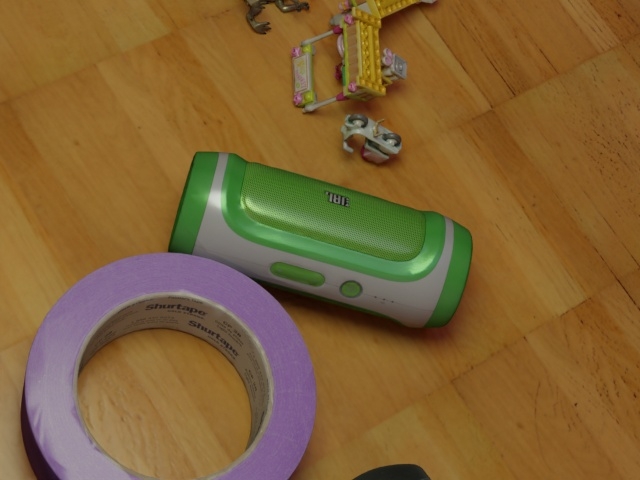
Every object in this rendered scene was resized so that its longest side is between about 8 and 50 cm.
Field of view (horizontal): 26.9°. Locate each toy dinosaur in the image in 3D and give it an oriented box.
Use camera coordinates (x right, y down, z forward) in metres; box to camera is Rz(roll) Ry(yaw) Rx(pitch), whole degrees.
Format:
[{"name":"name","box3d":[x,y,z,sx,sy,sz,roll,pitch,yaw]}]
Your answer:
[{"name":"toy dinosaur","box3d":[-0.078,-0.289,1.550,0.183,0.053,0.092,0,49,-23]}]

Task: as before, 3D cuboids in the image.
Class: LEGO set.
[{"name":"LEGO set","box3d":[0.044,-0.226,1.537,0.132,0.107,0.287,40,49,-35]}]

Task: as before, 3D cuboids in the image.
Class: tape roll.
[{"name":"tape roll","box3d":[-0.146,0.153,1.286,0.275,0.090,0.275,6,64,-12]}]

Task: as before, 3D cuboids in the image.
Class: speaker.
[{"name":"speaker","box3d":[0.000,0.000,1.380,0.296,0.131,0.131,16,62,-8]}]

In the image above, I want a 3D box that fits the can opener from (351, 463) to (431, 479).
[{"name":"can opener","box3d":[-0.013,0.293,1.277,0.280,0.074,0.093,-13,35,-23]}]
